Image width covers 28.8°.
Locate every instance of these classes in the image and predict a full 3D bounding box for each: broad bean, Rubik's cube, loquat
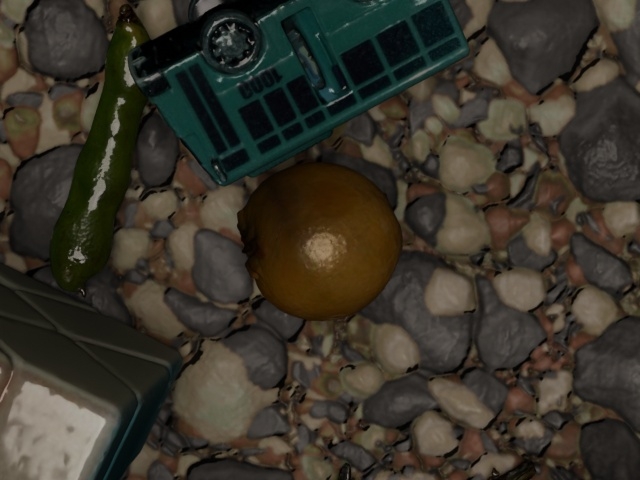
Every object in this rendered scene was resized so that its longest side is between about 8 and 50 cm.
[{"bbox_3d":[-0.186,-0.077,1.091,0.052,0.053,0.256,16,93,20],"label":"broad bean"},{"bbox_3d":[-0.328,0.178,0.973,0.318,0.322,0.316,26,92,0],"label":"Rubik's cube"},{"bbox_3d":[0.000,0.000,1.056,0.141,0.141,0.141,0,93,0],"label":"loquat"}]

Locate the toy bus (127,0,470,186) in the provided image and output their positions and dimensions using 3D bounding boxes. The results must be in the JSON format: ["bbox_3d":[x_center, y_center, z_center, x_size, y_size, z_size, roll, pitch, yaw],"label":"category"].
[{"bbox_3d":[-0.019,-0.157,1.036,0.256,0.128,0.147,-29,114,1],"label":"toy bus"}]

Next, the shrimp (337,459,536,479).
[{"bbox_3d":[0.089,0.236,1.119,0.148,0.035,0.195,44,94,0],"label":"shrimp"}]
